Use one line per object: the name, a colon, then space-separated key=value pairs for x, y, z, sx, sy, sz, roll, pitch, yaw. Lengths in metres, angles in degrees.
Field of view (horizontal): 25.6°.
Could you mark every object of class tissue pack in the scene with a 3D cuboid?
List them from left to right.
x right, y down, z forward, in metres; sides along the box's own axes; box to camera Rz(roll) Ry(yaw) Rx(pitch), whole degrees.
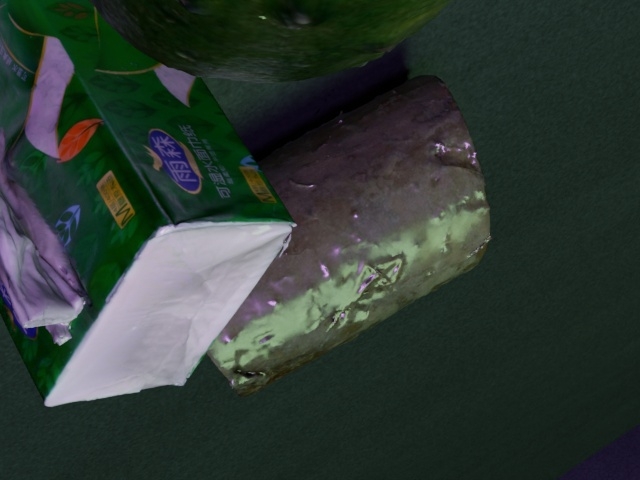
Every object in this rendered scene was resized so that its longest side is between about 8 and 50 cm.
tissue pack: x=-0.148 y=-0.033 z=0.794 sx=0.156 sy=0.209 sz=0.148 roll=-4 pitch=141 yaw=-42

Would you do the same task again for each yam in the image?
yam: x=0.000 y=0.000 z=1.069 sx=0.268 sy=0.161 sz=0.161 roll=-29 pitch=153 yaw=-12

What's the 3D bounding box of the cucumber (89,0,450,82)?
cucumber: x=-0.029 y=-0.110 z=0.519 sx=0.145 sy=0.105 sz=0.325 roll=-10 pitch=179 yaw=-18
